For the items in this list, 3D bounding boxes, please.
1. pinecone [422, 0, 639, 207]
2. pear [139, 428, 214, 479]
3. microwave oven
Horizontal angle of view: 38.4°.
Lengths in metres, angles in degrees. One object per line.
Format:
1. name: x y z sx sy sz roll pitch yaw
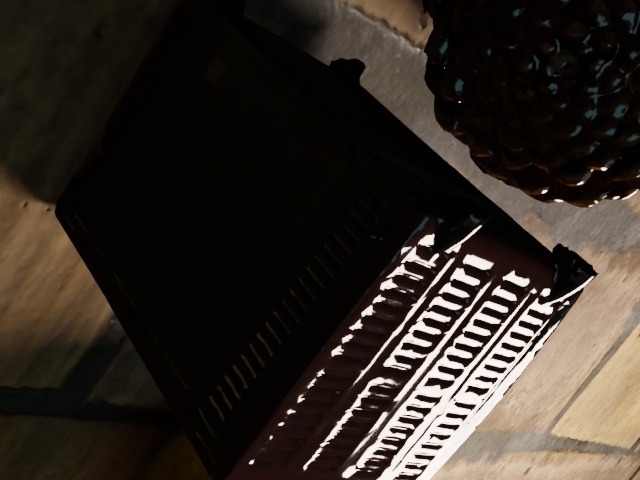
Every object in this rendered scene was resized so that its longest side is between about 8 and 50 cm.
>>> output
1. pinecone: 0.179 -0.135 0.640 0.221 0.221 0.222 -27 140 -25
2. pear: -0.056 0.233 0.746 0.208 0.209 0.209 -27 140 -25
3. microwave oven: -0.002 0.001 0.535 0.188 0.247 0.178 18 113 -45
